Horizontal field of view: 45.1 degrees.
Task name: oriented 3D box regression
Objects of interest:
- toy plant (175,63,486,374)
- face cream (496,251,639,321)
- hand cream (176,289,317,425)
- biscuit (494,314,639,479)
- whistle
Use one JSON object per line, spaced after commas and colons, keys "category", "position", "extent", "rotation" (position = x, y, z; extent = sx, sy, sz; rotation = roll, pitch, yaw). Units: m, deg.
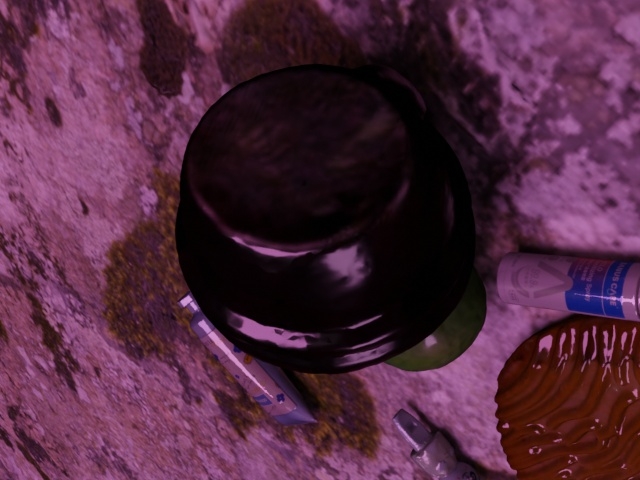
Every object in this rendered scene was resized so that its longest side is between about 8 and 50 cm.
{"category": "toy plant", "position": [0.000, 0.000, 0.489], "extent": [0.218, 0.176, 0.235], "rotation": [24, 162, 20]}
{"category": "face cream", "position": [0.167, 0.028, 0.443], "extent": [0.130, 0.034, 0.034], "rotation": [7, 125, 41]}
{"category": "hand cream", "position": [-0.071, 0.113, 0.740], "extent": [0.171, 0.043, 0.065], "rotation": [50, 148, -9]}
{"category": "biscuit", "position": [0.196, 0.127, 0.500], "extent": [0.176, 0.031, 0.229], "rotation": [30, 137, 25]}
{"category": "whistle", "position": [0.097, 0.181, 0.638], "extent": [0.100, 0.035, 0.035], "rotation": [48, 142, 3]}
